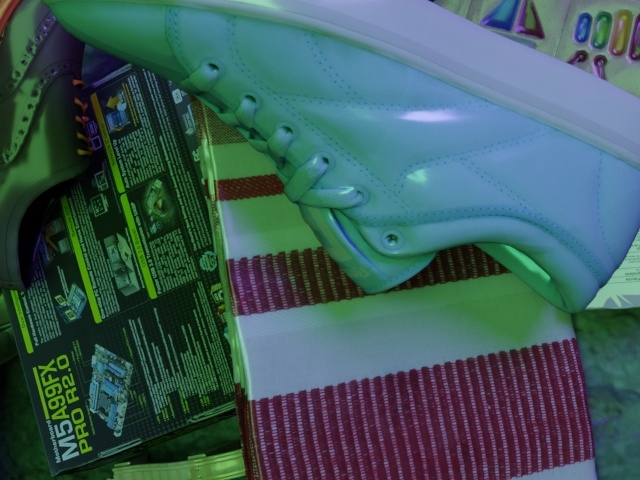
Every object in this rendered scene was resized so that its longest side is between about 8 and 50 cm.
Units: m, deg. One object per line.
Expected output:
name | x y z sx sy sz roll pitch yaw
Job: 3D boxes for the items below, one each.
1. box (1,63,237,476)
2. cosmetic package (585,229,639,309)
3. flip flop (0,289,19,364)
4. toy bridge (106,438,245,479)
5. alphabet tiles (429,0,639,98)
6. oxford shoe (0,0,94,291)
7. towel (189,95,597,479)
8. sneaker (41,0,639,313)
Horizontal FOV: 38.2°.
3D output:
box | -0.137 0.014 0.695 0.216 0.060 0.270 -24 76 19
cosmetic package | 0.190 -0.013 0.600 0.060 0.041 0.115 -3 89 18
flip flop | -0.363 0.061 0.780 0.277 0.080 0.112 -6 105 4
toy bridge | -0.078 0.164 0.683 0.188 0.063 0.026 -15 85 18
alphabet tiles | 0.160 -0.268 0.556 0.285 0.011 0.342 17 92 14
oxford shoe | -0.195 -0.094 0.660 0.098 0.097 0.271 26 99 2
towel | 0.053 0.033 0.590 0.237 0.037 0.328 -8 87 -19
sneaker | 0.018 -0.051 0.500 0.366 0.135 0.150 17 89 -10
